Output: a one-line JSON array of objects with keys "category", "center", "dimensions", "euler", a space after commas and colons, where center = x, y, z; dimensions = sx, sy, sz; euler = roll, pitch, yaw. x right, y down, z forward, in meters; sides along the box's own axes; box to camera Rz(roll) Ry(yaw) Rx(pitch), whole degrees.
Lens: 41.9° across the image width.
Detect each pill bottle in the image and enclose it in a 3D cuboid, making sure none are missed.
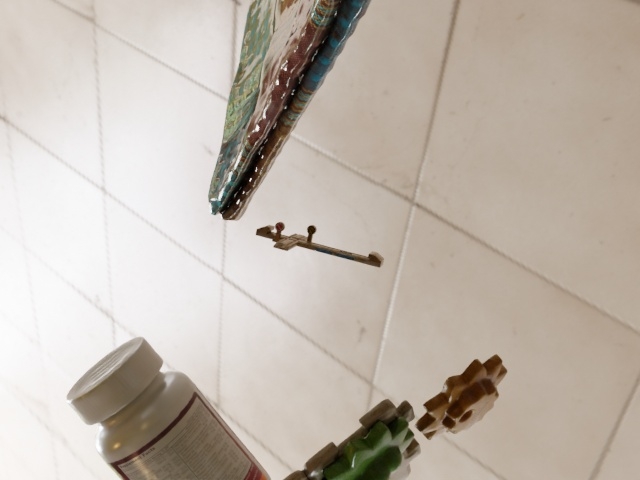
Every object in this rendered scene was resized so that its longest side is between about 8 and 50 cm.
[{"category": "pill bottle", "center": [-0.159, 0.217, 0.887], "dimensions": [0.121, 0.121, 0.221], "euler": [-20, 111, 50]}]

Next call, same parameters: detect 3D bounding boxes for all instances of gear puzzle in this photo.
[{"category": "gear puzzle", "center": [0.017, 0.205, 0.625], "dimensions": [0.044, 0.339, 0.175], "euler": [46, 165, 31]}]

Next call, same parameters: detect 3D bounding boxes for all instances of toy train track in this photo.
[{"category": "toy train track", "center": [0.000, 0.000, 0.528], "dimensions": [0.083, 0.048, 0.014], "euler": [15, 103, 13]}]

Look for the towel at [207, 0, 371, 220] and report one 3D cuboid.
[{"category": "towel", "center": [-0.010, -0.229, 0.598], "dimensions": [0.040, 0.370, 0.271], "euler": [16, 148, -14]}]
